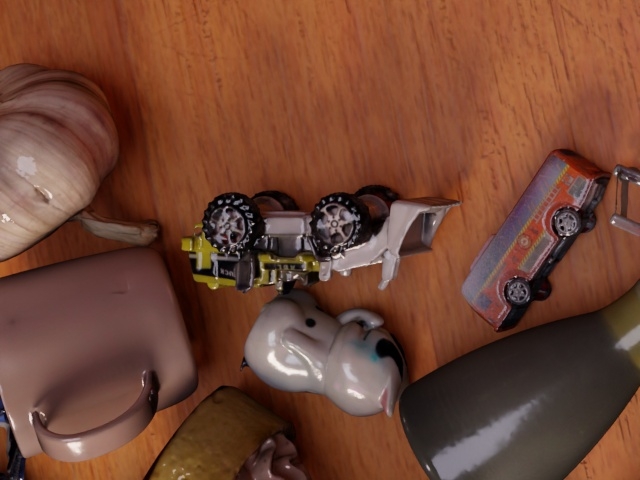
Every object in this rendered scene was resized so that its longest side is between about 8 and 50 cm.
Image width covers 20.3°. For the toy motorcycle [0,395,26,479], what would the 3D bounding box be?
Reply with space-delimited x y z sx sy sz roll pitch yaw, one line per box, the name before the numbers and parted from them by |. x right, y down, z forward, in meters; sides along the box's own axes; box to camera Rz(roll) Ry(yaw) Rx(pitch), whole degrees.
toy motorcycle | -0.385 0.279 2.021 0.212 0.125 0.359 -13 90 14

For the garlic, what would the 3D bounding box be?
garlic | -0.282 -0.057 1.909 0.253 0.245 0.245 35 113 -24

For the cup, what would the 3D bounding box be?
cup | -0.235 0.127 1.863 0.200 0.253 0.191 -16 126 -7

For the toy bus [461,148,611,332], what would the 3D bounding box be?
toy bus | 0.217 0.000 1.796 0.077 0.065 0.192 40 110 21

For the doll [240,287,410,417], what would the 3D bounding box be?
doll | 0.009 0.118 1.865 0.180 0.110 0.107 17 106 14

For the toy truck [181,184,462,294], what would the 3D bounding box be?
toy truck | 0.000 0.000 1.832 0.285 0.136 0.111 -2 94 22

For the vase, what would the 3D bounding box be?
vase | 0.249 0.135 1.762 0.321 0.173 0.173 -37 86 15

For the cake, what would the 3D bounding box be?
cake | -0.082 0.271 1.885 0.178 0.208 0.185 35 67 7

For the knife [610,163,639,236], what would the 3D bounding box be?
knife | 0.417 -0.017 1.718 0.278 0.123 0.053 10 126 6
